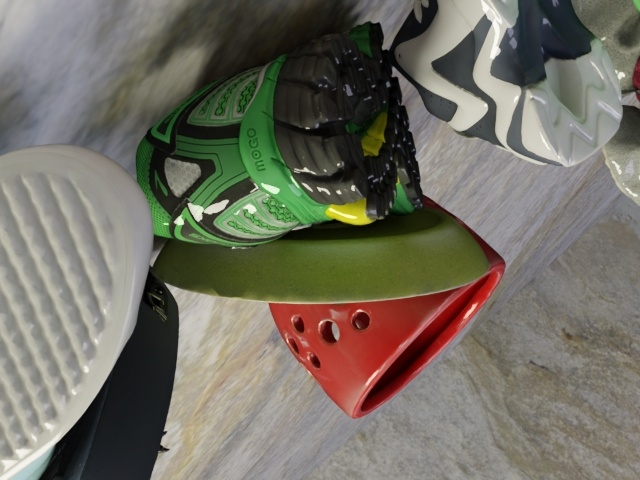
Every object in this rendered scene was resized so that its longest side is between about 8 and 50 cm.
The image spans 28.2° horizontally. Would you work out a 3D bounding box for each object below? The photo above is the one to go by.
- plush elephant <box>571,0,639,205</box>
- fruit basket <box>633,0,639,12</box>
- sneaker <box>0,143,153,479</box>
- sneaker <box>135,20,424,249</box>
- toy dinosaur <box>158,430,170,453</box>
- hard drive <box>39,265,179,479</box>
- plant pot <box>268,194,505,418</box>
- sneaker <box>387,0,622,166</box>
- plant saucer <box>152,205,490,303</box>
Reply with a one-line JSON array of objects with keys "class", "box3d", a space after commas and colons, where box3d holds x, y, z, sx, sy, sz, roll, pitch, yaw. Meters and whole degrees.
[{"class": "plush elephant", "box3d": [0.335, -0.183, 1.186, 0.330, 0.255, 0.272, -27, 158, -53]}, {"class": "fruit basket", "box3d": [0.325, -0.223, 0.699, 0.353, 0.165, 0.327, -22, -177, 18]}, {"class": "sneaker", "box3d": [-0.194, 0.073, 0.706, 0.366, 0.135, 0.150, -50, -174, 28]}, {"class": "sneaker", "box3d": [-0.021, -0.067, 0.821, 0.146, 0.134, 0.343, -12, -179, 13]}, {"class": "toy dinosaur", "box3d": [-0.211, 0.209, 1.161, 0.268, 0.064, 0.118, -26, 164, -46]}, {"class": "hard drive", "box3d": [-0.158, 0.136, 0.842, 0.172, 0.054, 0.254, -51, -162, 24]}, {"class": "plant pot", "box3d": [0.038, 0.030, 1.112, 0.191, 0.174, 0.191, -42, 167, -12]}, {"class": "sneaker", "box3d": [0.084, -0.157, 0.777, 0.094, 0.235, 0.153, -37, -157, -25]}, {"class": "plant saucer", "box3d": [0.000, 0.000, 0.912, 0.241, 0.241, 0.037, -21, 112, -61]}]
